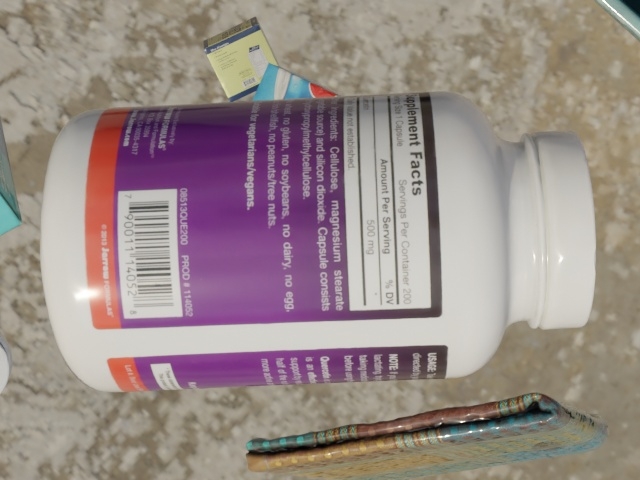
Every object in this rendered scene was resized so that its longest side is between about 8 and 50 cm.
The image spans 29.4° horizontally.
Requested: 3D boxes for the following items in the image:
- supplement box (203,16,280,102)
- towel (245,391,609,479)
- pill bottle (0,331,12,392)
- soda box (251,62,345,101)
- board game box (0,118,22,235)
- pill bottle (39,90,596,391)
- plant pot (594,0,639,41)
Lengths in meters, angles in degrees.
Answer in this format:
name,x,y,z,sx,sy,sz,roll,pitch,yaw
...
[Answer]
name,x,y,z,sx,sy,sz,roll,pitch,yaw
supplement box,-0.106,-0.248,1.666,0.083,0.056,0.083,-25,111,3
towel,0.117,0.185,1.130,0.370,0.272,0.040,33,47,-67
pill bottle,-0.479,0.159,1.639,0.119,0.208,0.119,-2,95,-21
soda box,0.010,-0.132,1.376,0.067,0.210,0.071,16,101,-45
board game box,-0.331,-0.177,0.806,0.079,0.253,0.336,-29,130,0
pill bottle,0.000,0.000,0.769,0.323,0.181,0.181,-2,117,2
plant pot,0.171,-0.111,0.338,0.165,0.234,0.165,42,112,-3
